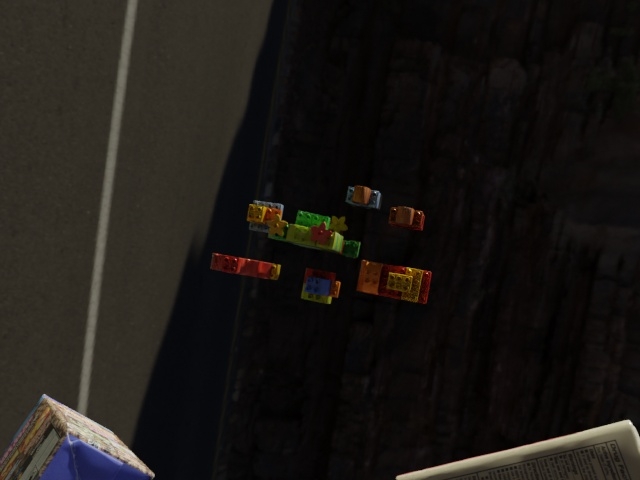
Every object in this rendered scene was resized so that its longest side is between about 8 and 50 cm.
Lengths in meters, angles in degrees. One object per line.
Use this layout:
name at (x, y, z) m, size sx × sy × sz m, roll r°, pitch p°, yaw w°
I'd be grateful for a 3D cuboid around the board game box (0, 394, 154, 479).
board game box at (-0.401, 0.383, 0.940) m, size 0.291 × 0.141 × 0.232 m, roll -5°, pitch -130°, yaw 61°

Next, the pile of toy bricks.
pile of toy bricks at (0.000, 0.000, 0.607) m, size 0.105 × 0.212 × 0.118 m, roll 22°, pitch 77°, yaw -77°

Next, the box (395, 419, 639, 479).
box at (0.209, 0.284, 0.619) m, size 0.127 × 0.232 × 0.149 m, roll 51°, pitch 24°, yaw -58°
